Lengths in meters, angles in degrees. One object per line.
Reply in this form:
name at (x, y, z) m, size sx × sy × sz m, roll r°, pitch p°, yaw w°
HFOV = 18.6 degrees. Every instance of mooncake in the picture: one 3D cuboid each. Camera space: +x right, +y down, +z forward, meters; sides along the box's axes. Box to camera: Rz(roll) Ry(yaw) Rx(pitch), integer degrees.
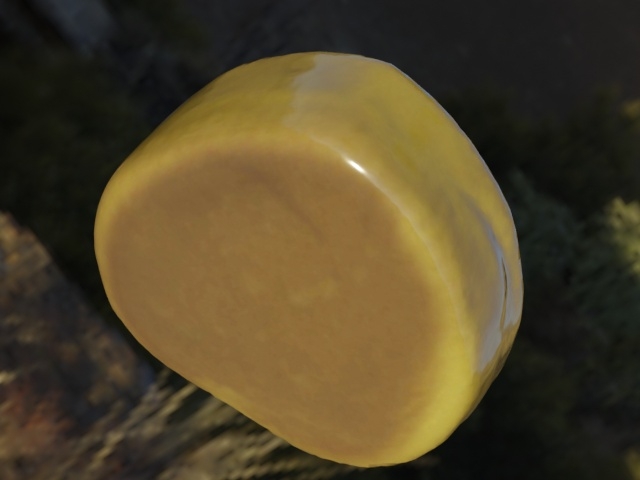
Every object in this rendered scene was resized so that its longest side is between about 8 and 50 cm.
mooncake at (0.000, 0.000, 1.070) m, size 0.235 × 0.235 × 0.117 m, roll 52°, pitch 42°, yaw -10°
